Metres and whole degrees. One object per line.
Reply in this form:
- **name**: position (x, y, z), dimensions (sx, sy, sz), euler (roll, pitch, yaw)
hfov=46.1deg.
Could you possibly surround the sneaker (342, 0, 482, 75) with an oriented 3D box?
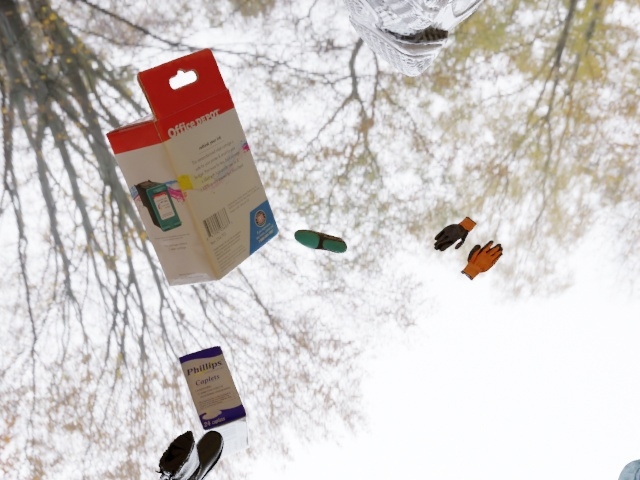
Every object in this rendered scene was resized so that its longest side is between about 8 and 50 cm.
- **sneaker**: position (0.122, -0.315, 0.774), dimensions (0.137, 0.366, 0.210), euler (42, -89, 8)

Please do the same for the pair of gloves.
- **pair of gloves**: position (0.195, 0.008, 0.990), dimensions (0.074, 0.010, 0.083), euler (-36, -117, -23)

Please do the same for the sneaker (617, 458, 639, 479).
- **sneaker**: position (0.632, 0.436, 1.173), dimensions (0.208, 0.319, 0.127), euler (17, -97, -15)

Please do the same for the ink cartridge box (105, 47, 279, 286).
- **ink cartridge box**: position (-0.143, -0.081, 0.835), dimensions (0.078, 0.231, 0.134), euler (-8, -160, 33)

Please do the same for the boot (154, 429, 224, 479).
- **boot**: position (-0.179, 0.296, 1.044), dimensions (0.045, 0.099, 0.121), euler (18, -130, 20)

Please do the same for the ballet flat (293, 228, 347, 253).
- **ballet flat**: position (0.000, 0.000, 1.564), dimensions (0.114, 0.041, 0.041), euler (16, -130, -3)

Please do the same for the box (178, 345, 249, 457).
- **box**: position (-0.170, 0.261, 1.209), dimensions (0.072, 0.126, 0.137), euler (-17, -125, -16)
